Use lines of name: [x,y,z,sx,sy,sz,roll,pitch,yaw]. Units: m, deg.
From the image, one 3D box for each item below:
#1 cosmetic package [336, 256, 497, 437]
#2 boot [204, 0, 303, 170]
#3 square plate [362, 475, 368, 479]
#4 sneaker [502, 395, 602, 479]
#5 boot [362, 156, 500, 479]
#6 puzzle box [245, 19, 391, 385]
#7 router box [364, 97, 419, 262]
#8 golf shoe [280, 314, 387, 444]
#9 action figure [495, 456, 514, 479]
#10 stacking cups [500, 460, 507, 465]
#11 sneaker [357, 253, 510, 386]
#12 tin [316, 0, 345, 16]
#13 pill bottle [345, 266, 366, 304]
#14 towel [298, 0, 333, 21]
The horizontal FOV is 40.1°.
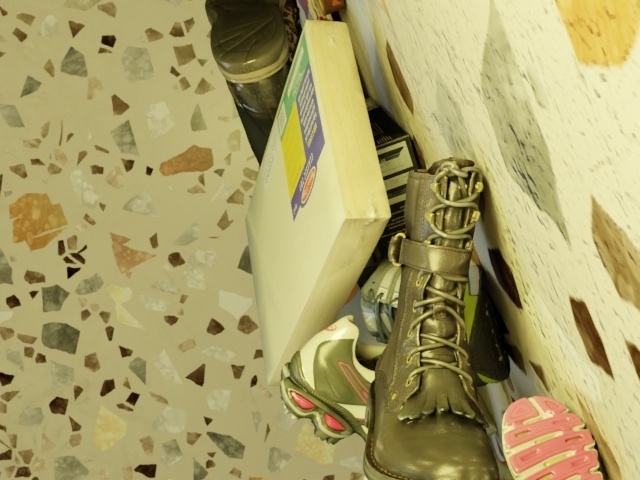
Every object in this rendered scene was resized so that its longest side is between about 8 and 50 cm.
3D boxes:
cosmetic package: [0.123,0.177,1.305,0.160,0.113,0.309,33,-160,-30]
boot: [-0.065,-0.238,1.336,0.377,0.138,0.284,-99,-9,-55]
square plate: [0.020,0.317,0.750,0.049,0.344,0.347,28,-175,4]
sneaker: [0.172,0.187,0.601,0.074,0.063,0.170,78,170,-46]
boot: [0.084,0.052,0.655,0.263,0.091,0.229,-125,41,-78]
puzzle box: [-0.020,-0.025,1.069,0.409,0.052,0.272,114,151,-55]
router box: [0.090,-0.045,1.171,0.309,0.081,0.243,-106,-4,-73]
golf shoe: [0.085,0.193,0.974,0.273,0.120,0.105,35,-167,-22]
action figure: [0.168,0.349,0.750,0.276,0.248,0.370,38,158,-7]
stacking cups: [0.211,0.320,1.084,0.316,0.096,0.096,66,-176,-71]
sneaker: [0.107,0.076,0.891,0.300,0.121,0.111,-106,-5,-77]
tin: [-0.007,-0.388,1.217,0.106,0.040,0.189,75,177,-48]
pill bottle: [0.000,0.000,1.340,0.245,0.130,0.130,-101,-8,-57]
towel: [0.002,-0.322,1.405,0.237,0.037,0.329,74,-178,-69]
